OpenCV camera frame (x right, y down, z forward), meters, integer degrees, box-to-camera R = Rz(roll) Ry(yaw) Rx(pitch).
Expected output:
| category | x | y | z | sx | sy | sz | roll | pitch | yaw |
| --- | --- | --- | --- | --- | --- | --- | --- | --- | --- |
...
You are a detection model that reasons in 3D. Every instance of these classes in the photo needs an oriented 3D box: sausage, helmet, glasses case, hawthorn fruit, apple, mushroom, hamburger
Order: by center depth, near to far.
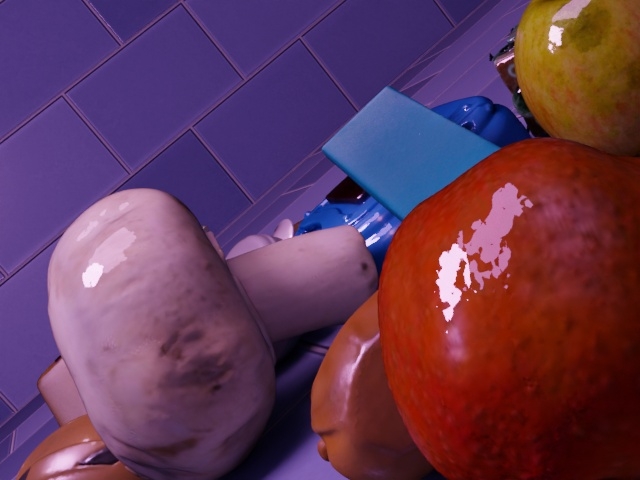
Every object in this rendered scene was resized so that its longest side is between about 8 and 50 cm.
| category | x | y | z | sx | sy | sz | roll | pitch | yaw |
| --- | --- | --- | --- | --- | --- | --- | --- | --- | --- |
| hawthorn fruit | 0.125 | 0.064 | 0.459 | 0.196 | 0.196 | 0.226 | -33 | 39 | 35 |
| sausage | 0.090 | 0.072 | 0.633 | 0.241 | 0.120 | 0.136 | -41 | -5 | -5 |
| apple | 0.278 | -0.177 | 0.853 | 0.196 | 0.196 | 0.196 | -38 | 10 | 8 |
| mushroom | -0.108 | 0.082 | 0.955 | 0.336 | 0.315 | 0.314 | -16 | 4 | -14 |
| glasses case | 0.106 | -0.075 | 0.961 | 0.117 | 0.070 | 0.301 | -42 | 31 | 1 |
| helmet | -0.270 | 0.276 | 1.042 | 0.224 | 0.130 | 0.198 | -36 | 14 | 16 |
| hamburger | -0.301 | 0.194 | 1.409 | 0.302 | 0.170 | 0.302 | -42 | 6 | 5 |

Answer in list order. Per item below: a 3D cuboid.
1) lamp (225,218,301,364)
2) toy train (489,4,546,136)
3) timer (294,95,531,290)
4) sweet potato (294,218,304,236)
| category | x | y | z | sx | sy | sz | roll | pitch | yaw |
| --- | --- | --- | --- | --- | --- | --- | --- | --- | --- |
| lamp | -0.086 | 0.101 | 1.170 | 0.246 | 0.107 | 0.180 | -52 | 31 | 25 |
| toy train | 0.326 | -0.249 | 1.177 | 0.159 | 0.129 | 0.326 | -26 | 15 | 33 |
| timer | 0.108 | -0.058 | 1.174 | 0.309 | 0.115 | 0.340 | -44 | 11 | -8 |
| sweet potato | 0.002 | 0.005 | 1.418 | 0.285 | 0.085 | 0.112 | -32 | 40 | -23 |
